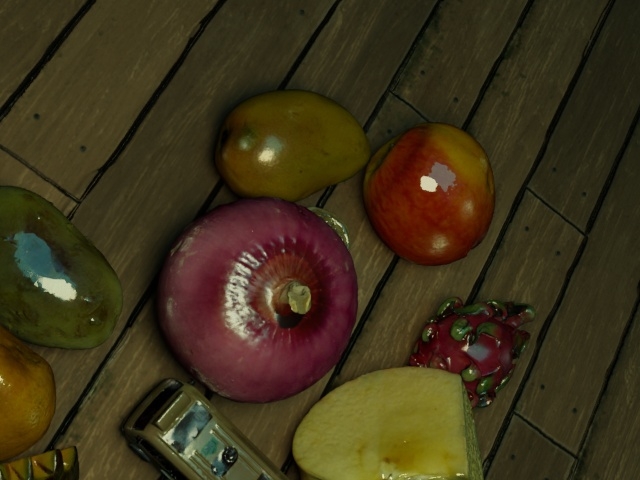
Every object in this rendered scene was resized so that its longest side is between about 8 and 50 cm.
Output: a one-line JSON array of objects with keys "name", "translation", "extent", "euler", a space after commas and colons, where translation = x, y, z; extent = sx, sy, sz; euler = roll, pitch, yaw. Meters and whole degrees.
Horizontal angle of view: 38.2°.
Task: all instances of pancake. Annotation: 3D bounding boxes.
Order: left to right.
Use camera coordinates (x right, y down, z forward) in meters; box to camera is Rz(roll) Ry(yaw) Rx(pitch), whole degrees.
[{"name": "pancake", "translation": [0.000, 0.000, 1.788], "extent": [0.139, 0.022, 0.139], "euler": [6, 76, -25]}]

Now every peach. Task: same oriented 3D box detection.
[{"name": "peach", "translation": [0.217, -0.087, 1.784], "extent": [0.281, 0.238, 0.281], "euler": [-1, 98, -10]}]

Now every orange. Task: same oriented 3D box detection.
[{"name": "orange", "translation": [-0.518, 0.222, 1.366], "extent": [0.249, 0.249, 0.183], "euler": [40, 48, -13]}]

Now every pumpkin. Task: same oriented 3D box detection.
[{"name": "pumpkin", "translation": [-0.476, 0.414, 1.417], "extent": [0.254, 0.130, 0.149], "euler": [-12, 84, -28]}]

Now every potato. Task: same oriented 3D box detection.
[{"name": "potato", "translation": [-0.454, 0.053, 1.480], "extent": [0.307, 0.173, 0.210], "euler": [40, 64, -10]}]

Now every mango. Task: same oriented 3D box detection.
[{"name": "mango", "translation": [-0.049, -0.177, 1.724], "extent": [0.317, 0.173, 0.211], "euler": [-12, 85, -33]}]

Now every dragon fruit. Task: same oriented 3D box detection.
[{"name": "dragon fruit", "translation": [0.296, 0.215, 1.805], "extent": [0.273, 0.198, 0.218], "euler": [-8, 70, -51]}]

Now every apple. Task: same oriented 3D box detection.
[{"name": "apple", "translation": [0.124, 0.394, 1.640], "extent": [0.309, 0.252, 0.314], "euler": [-10, 93, 16]}]

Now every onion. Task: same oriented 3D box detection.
[{"name": "onion", "translation": [-0.082, 0.105, 1.577], "extent": [0.358, 0.345, 0.358], "euler": [-19, 114, -49]}]

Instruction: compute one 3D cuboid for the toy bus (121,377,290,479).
[{"name": "toy bus", "translation": [-0.187, 0.365, 1.547], "extent": [0.289, 0.157, 0.139], "euler": [48, 64, -9]}]
